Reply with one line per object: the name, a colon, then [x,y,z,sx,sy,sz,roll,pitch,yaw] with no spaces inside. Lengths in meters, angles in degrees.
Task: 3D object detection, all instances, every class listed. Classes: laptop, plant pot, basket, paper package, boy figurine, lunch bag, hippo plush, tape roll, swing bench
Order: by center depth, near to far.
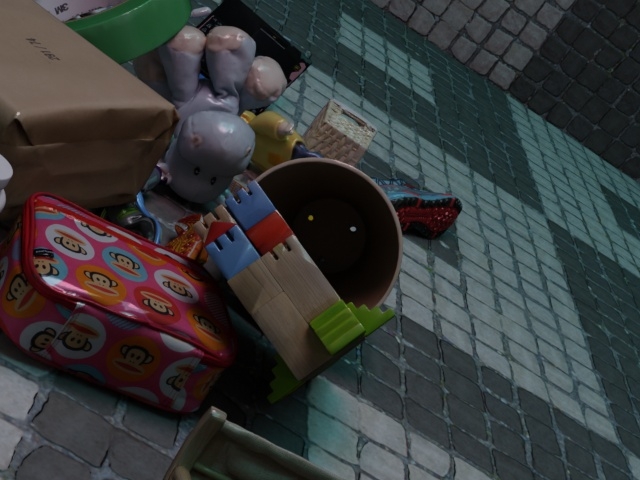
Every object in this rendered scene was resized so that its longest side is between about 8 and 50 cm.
swing bench: [-0.043,0.337,1.130,0.253,0.165,0.255,30,18,-15]
lunch bag: [-0.253,0.066,1.408,0.293,0.120,0.258,27,21,-27]
paper package: [-0.414,-0.185,1.508,0.325,0.168,0.309,38,24,22]
plant pot: [0.000,0.000,1.769,0.256,0.256,0.274,37,6,1]
tape roll: [-0.370,-0.365,1.838,0.321,0.321,0.077,-104,179,-56]
hippo plush: [-0.210,-0.187,1.846,0.234,0.294,0.236,28,47,-22]
boy figurine: [-0.080,-0.162,2.048,0.285,0.177,0.092,33,60,11]
basket: [0.015,-0.162,2.161,0.113,0.167,0.103,33,29,-9]
laptop: [-0.188,-0.366,2.286,0.234,0.264,0.136,42,-13,11]

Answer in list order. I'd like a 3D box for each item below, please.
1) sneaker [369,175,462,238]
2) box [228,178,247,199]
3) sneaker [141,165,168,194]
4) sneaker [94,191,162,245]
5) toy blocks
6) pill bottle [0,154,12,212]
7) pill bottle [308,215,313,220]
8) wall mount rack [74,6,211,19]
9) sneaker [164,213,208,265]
sneaker: [0.186,-0.085,2.332,0.262,0.104,0.125,10,33,-48]
box: [-0.103,-0.066,1.924,0.081,0.028,0.136,23,8,-30]
sneaker: [-0.331,-0.154,1.752,0.224,0.083,0.098,51,28,6]
sneaker: [-0.278,-0.025,1.620,0.078,0.067,0.188,-8,48,-31]
toy blocks: [-0.057,0.046,1.468,0.261,0.190,0.381,54,-2,6]
pill bottle: [-0.414,-0.033,1.307,0.086,0.152,0.086,31,23,-15]
pill bottle: [-0.011,-0.023,1.977,0.116,0.065,0.065,45,24,19]
wall mount rack: [-0.399,-0.513,2.275,0.304,0.130,0.350,19,29,-36]
sneaker: [-0.185,0.017,1.649,0.175,0.064,0.067,-71,141,-67]
